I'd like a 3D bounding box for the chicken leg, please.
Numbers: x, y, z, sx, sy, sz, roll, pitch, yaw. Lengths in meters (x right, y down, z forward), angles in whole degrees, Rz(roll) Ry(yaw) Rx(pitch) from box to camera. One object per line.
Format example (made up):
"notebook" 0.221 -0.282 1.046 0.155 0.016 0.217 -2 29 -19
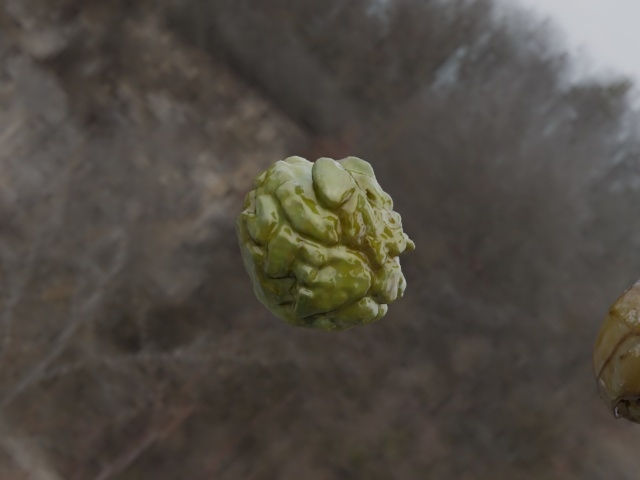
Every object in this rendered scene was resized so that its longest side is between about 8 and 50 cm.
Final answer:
"chicken leg" 0.246 0.035 1.102 0.101 0.207 0.085 52 -1 31

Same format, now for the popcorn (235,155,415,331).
"popcorn" 0.000 0.000 1.288 0.121 0.116 0.106 21 -1 -21
